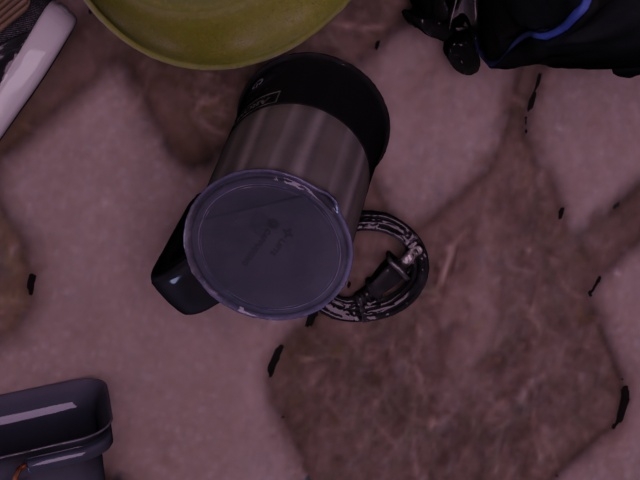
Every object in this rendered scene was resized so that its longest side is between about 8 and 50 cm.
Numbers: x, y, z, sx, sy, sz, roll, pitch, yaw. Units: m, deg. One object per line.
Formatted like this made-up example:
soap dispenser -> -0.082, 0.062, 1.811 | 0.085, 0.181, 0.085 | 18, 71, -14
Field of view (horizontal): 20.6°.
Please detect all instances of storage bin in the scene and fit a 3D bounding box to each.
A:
storage bin -> -0.167, 0.141, 0.925 | 0.135, 0.098, 0.091 | -13, 109, -7

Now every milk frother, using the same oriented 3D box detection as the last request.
milk frother -> 0.000, 0.000, 0.908 | 0.143, 0.135, 0.129 | 31, 122, -8

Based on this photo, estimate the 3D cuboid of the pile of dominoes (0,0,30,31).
pile of dominoes -> -0.254, -0.186, 0.864 | 0.196, 0.040, 0.251 | -43, 82, -17

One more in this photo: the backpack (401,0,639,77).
backpack -> 0.171, -0.216, 0.856 | 0.213, 0.276, 0.263 | 2, 90, -14

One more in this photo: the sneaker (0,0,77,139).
sneaker -> -0.231, -0.057, 0.901 | 0.121, 0.079, 0.217 | 34, 82, -8

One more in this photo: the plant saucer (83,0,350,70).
plant saucer -> -0.046, -0.205, 0.875 | 0.241, 0.037, 0.241 | -20, 122, -37
